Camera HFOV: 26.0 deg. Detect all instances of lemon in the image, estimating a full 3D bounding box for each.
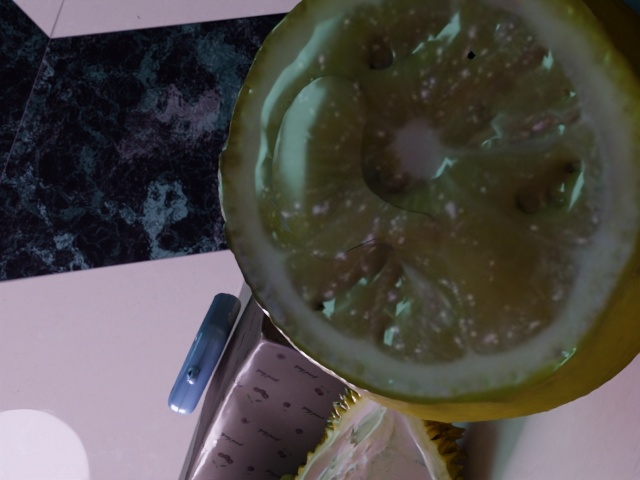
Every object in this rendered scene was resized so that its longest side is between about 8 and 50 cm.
[{"bbox_3d":[0.121,-0.041,1.034,0.364,0.364,0.364,-161,90,-81],"label":"lemon"}]

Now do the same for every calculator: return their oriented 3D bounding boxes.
[{"bbox_3d":[-0.140,0.136,1.690,0.210,0.039,0.121,-75,8,-78],"label":"calculator"}]

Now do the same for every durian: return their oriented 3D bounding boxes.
[{"bbox_3d":[0.064,0.249,1.356,0.250,0.183,0.138,-59,-13,7],"label":"durian"}]

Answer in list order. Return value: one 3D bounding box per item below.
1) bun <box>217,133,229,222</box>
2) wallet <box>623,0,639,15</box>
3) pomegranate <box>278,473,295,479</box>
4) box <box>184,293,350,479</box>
[{"bbox_3d":[0.054,-0.092,1.766,0.364,0.202,0.364,-12,68,33],"label":"bun"},{"bbox_3d":[0.218,-0.299,1.286,0.054,0.251,0.290,-32,3,-12],"label":"wallet"},{"bbox_3d":[-0.095,0.371,1.519,0.236,0.236,0.302,-88,23,-61],"label":"pomegranate"},{"bbox_3d":[-0.007,0.187,1.618,0.190,0.225,0.297,-80,13,-52],"label":"box"}]
